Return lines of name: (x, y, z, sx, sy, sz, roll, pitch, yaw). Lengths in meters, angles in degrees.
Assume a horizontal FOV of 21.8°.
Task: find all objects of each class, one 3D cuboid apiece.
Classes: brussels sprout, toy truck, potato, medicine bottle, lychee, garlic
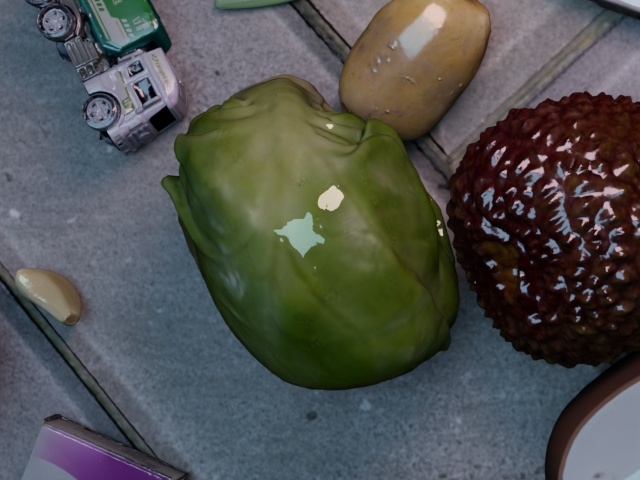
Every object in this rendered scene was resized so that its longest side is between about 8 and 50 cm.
brussels sprout: (0.000, 0.000, 1.592, 0.247, 0.328, 0.328, -20, 81, -8)
toy truck: (-0.231, -0.223, 1.759, 0.124, 0.114, 0.253, -29, 80, 1)
potato: (0.092, -0.179, 1.667, 0.178, 0.118, 0.109, -51, 43, 17)
medicine bottle: (-0.247, 0.308, 1.760, 0.171, 0.052, 0.201, 23, 95, 15)
lychee: (0.253, -0.024, 1.557, 0.271, 0.271, 0.271, -1, 87, 15)
garlic: (-0.286, 0.060, 1.782, 0.083, 0.053, 0.041, 39, 99, 20)

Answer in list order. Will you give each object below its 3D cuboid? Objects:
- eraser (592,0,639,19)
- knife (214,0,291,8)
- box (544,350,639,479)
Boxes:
eraser: (0.391, -0.234, 1.614, 0.352, 0.061, 0.089, 22, 92, 16)
knife: (0.026, -0.283, 1.736, 0.293, 0.020, 0.043, -9, 83, 14)
box: (0.352, 0.219, 1.520, 0.301, 0.216, 0.301, -1, 86, 13)
